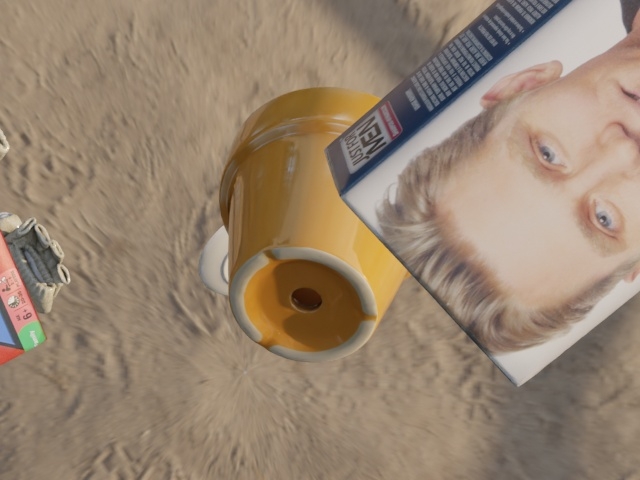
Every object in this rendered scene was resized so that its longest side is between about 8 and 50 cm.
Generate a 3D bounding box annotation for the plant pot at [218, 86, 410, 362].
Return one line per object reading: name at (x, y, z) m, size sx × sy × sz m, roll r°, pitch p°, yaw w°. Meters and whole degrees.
plant pot at (0.000, 0.000, 1.322) m, size 0.205 × 0.188 × 0.205 m, roll 6°, pitch 129°, yaw 7°

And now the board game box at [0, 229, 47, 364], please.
board game box at (-0.212, -0.052, 0.520) m, size 0.145 × 0.027 × 0.281 m, roll -28°, pitch 116°, yaw -20°

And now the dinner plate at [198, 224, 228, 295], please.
dinner plate at (-0.066, 0.015, 1.653) m, size 0.141 × 0.141 × 0.017 m, roll -29°, pitch 52°, yaw -5°

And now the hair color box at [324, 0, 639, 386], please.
hair color box at (0.190, -0.093, 0.892) m, size 0.347 × 0.105 × 0.174 m, roll -40°, pitch 109°, yaw 10°

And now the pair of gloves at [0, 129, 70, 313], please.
pair of gloves at (-0.357, -0.025, 1.624) m, size 0.042 × 0.204 × 0.240 m, roll -29°, pitch 94°, yaw -31°
